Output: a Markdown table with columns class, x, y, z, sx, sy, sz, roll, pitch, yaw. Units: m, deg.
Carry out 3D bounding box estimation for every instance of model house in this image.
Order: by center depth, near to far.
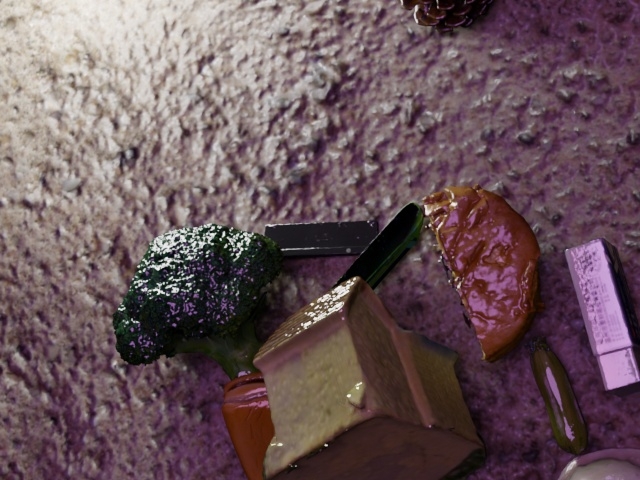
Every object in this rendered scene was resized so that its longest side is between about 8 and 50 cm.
| class | x | y | z | sx | sy | sz | roll | pitch | yaw |
| --- | --- | --- | --- | --- | --- | --- | --- | --- | --- |
| model house | 0.051 | 0.225 | 1.925 | 0.261 | 0.321 | 0.266 | -34 | 53 | 27 |

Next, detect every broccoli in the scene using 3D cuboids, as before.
| class | x | y | z | sx | sy | sz | roll | pitch | yaw |
| --- | --- | --- | --- | --- | --- | --- | --- | --- | --- |
| broccoli | -0.177 | 0.121 | 2.057 | 0.298 | 0.297 | 0.297 | -26 | 98 | 14 |

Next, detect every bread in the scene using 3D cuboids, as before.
| class | x | y | z | sx | sy | sz | roll | pitch | yaw |
| --- | --- | --- | --- | --- | --- | --- | --- | --- | --- |
| bread | 0.253 | 0.039 | 1.950 | 0.147 | 0.160 | 0.260 | -25 | 67 | 6 |
| bread | -0.073 | 0.292 | 2.009 | 0.116 | 0.077 | 0.200 | -9 | 117 | 15 |

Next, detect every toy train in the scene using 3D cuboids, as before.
| class | x | y | z | sx | sy | sz | roll | pitch | yaw |
| --- | --- | --- | --- | --- | --- | --- | --- | --- | --- |
| toy train | 0.094 | 0.027 | 2.049 | 0.209 | 0.042 | 0.044 | -49 | 61 | 17 |

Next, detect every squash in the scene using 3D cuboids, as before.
| class | x | y | z | sx | sy | sz | roll | pitch | yaw |
| --- | --- | --- | --- | --- | --- | --- | --- | --- | --- |
| squash | 0.344 | 0.225 | 1.932 | 0.052 | 0.052 | 0.183 | -24 | 71 | 14 |

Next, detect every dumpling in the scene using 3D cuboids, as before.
| class | x | y | z | sx | sy | sz | roll | pitch | yaw |
| --- | --- | --- | --- | --- | --- | --- | --- | --- | --- |
| dumpling | 0.398 | 0.352 | 1.865 | 0.155 | 0.181 | 0.111 | 43 | 136 | 51 |

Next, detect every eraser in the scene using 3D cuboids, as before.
| class | x | y | z | sx | sy | sz | roll | pitch | yaw |
| --- | --- | --- | --- | --- | --- | --- | --- | --- | --- |
| eraser | 0.412 | 0.111 | 1.887 | 0.068 | 0.124 | 0.210 | -18 | 73 | 17 |

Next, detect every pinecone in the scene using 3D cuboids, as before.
| class | x | y | z | sx | sy | sz | roll | pitch | yaw |
| --- | --- | --- | --- | --- | --- | --- | --- | --- | --- |
| pinecone | 0.188 | -0.416 | 2.053 | 0.163 | 0.165 | 0.162 | -5 | 73 | 18 |

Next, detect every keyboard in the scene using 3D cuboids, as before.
| class | x | y | z | sx | sy | sz | roll | pitch | yaw |
| --- | --- | --- | --- | --- | --- | --- | --- | --- | --- |
| keyboard | 0.000 | 0.000 | 2.122 | 0.196 | 0.018 | 0.060 | -2 | 72 | 20 |
